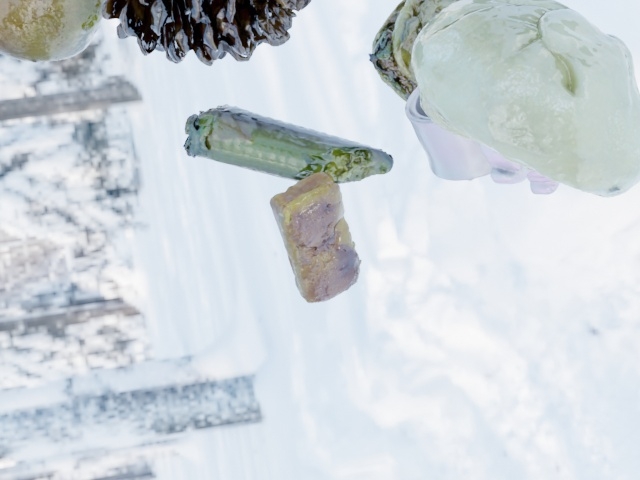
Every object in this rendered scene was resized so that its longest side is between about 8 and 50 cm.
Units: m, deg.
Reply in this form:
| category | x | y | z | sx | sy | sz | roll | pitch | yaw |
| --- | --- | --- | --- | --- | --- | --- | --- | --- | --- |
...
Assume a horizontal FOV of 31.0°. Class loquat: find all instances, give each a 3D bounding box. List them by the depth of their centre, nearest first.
| category | x | y | z | sx | sy | sz | roll | pitch | yaw |
| --- | --- | --- | --- | --- | --- | --- | --- | --- | --- |
| loquat | -0.498 | -0.450 | 1.965 | 0.276 | 0.284 | 0.276 | -42 | 32 | 35 |

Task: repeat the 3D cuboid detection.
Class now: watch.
| category | x | y | z | sx | sy | sz | roll | pitch | yaw |
| --- | --- | --- | --- | --- | --- | --- | --- | --- | --- |
| watch | 0.263 | -0.177 | 1.655 | 0.231 | 0.244 | 0.196 | 14 | 138 | 55 |

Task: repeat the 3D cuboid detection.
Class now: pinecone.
| category | x | y | z | sx | sy | sz | roll | pitch | yaw |
| --- | --- | --- | --- | --- | --- | --- | --- | --- | --- |
| pinecone | -0.143 | -0.317 | 1.387 | 0.224 | 0.272 | 0.224 | 21 | -90 | -78 |

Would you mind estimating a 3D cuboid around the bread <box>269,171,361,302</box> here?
| category | x | y | z | sx | sy | sz | roll | pitch | yaw |
| --- | --- | --- | --- | --- | --- | --- | --- | --- | --- |
| bread | -0.001 | -0.001 | 2.091 | 0.077 | 0.139 | 0.271 | 51 | 162 | 42 |

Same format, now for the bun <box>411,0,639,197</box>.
| category | x | y | z | sx | sy | sz | roll | pitch | yaw |
| --- | --- | --- | --- | --- | --- | --- | --- | --- | --- |
| bun | 0.207 | -0.155 | 1.132 | 0.160 | 0.259 | 0.259 | -66 | 18 | 12 |

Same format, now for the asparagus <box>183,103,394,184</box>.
| category | x | y | z | sx | sy | sz | roll | pitch | yaw |
| --- | --- | --- | --- | --- | --- | --- | --- | --- | --- |
| asparagus | -0.061 | -0.165 | 2.122 | 0.128 | 0.382 | 0.108 | -41 | -35 | -68 |

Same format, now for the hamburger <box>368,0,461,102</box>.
| category | x | y | z | sx | sy | sz | roll | pitch | yaw |
| --- | --- | --- | --- | --- | --- | --- | --- | --- | --- |
| hamburger | 0.186 | -0.334 | 1.977 | 0.206 | 0.183 | 0.130 | -53 | 25 | 0 |
